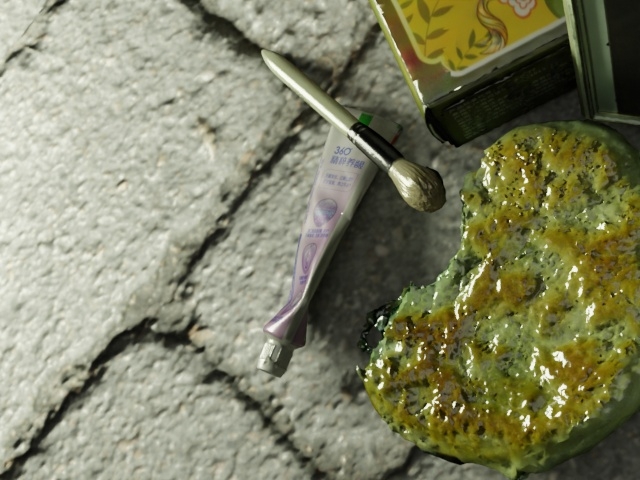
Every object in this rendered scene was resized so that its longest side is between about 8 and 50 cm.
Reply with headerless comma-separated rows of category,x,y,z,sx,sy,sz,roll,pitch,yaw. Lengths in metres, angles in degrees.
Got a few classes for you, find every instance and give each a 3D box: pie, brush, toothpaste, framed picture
pie,0.207,0.060,1.395,0.296,0.078,0.371,37,94,32
brush,0.030,-0.125,1.507,0.299,0.039,0.042,46,136,32
toothpaste,0.000,0.000,1.505,0.075,0.048,0.301,10,74,47
framed picture,0.337,-0.166,1.299,0.231,0.293,0.018,9,69,20

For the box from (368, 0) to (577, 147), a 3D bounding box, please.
box,0.229,-0.355,1.454,0.420,0.138,0.373,-26,73,11
